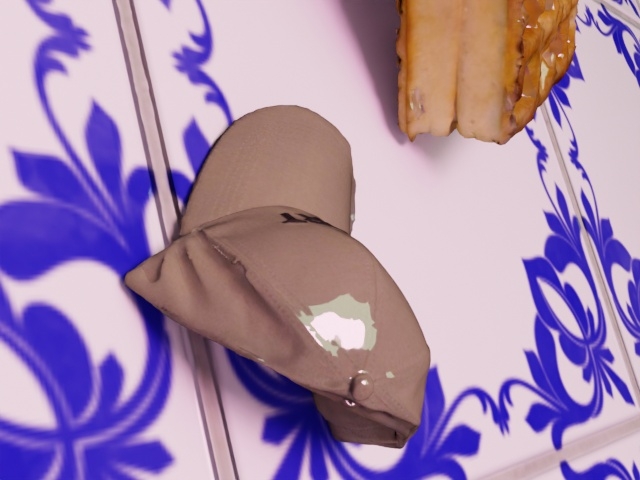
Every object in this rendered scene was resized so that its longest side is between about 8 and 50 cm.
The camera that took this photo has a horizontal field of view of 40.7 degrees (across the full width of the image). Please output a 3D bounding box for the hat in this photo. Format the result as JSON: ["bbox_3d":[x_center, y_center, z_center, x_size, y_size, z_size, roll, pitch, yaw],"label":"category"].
[{"bbox_3d":[0.000,0.000,0.407,0.147,0.085,0.175,37,46,-33],"label":"hat"}]

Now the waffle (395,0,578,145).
[{"bbox_3d":[0.120,-0.235,0.571,0.213,0.091,0.308,-45,138,-51],"label":"waffle"}]
